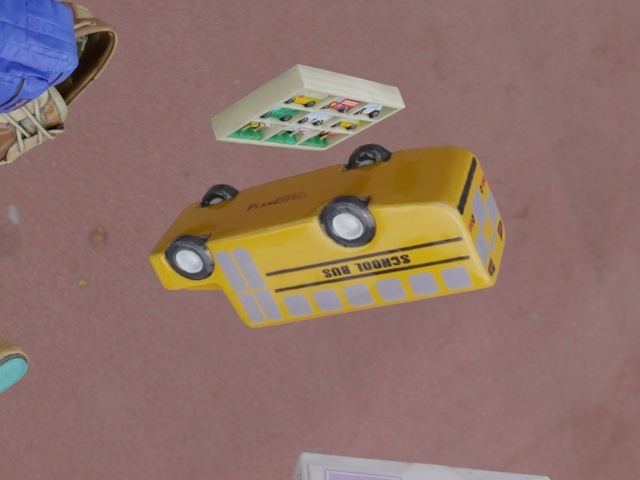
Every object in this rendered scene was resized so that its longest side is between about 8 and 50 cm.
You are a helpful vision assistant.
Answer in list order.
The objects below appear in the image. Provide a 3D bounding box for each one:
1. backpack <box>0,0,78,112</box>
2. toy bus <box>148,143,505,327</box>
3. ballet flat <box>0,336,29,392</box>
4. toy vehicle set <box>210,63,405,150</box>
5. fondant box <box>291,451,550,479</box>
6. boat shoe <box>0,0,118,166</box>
[{"bbox_3d":[-0.271,-0.161,0.769,0.120,0.098,0.101,0,79,-55],"label":"backpack"},{"bbox_3d":[0.000,0.000,0.889,0.130,0.332,0.108,62,31,-27],"label":"toy bus"},{"bbox_3d":[-0.501,0.215,1.206,0.232,0.073,0.080,-38,145,-27],"label":"ballet flat"},{"bbox_3d":[-0.013,-0.188,1.324,0.267,0.166,0.035,-3,71,-55],"label":"toy vehicle set"},{"bbox_3d":[0.065,0.355,0.867,0.238,0.096,0.330,8,125,-10],"label":"fondant box"},{"bbox_3d":[-0.348,-0.164,1.025,0.123,0.119,0.324,80,33,-53],"label":"boat shoe"}]
